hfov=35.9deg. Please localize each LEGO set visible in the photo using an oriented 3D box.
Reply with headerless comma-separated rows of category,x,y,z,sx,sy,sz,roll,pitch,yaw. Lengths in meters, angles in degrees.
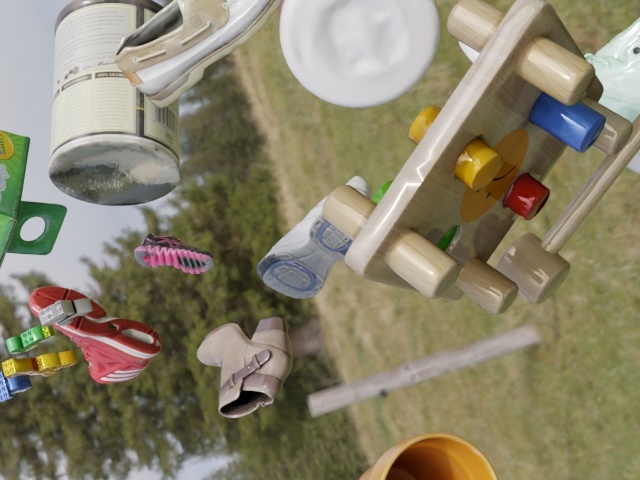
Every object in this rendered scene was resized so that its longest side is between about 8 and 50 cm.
LEGO set,-0.417,0.160,1.351,0.093,0.227,0.087,10,-125,-63

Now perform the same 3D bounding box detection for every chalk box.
chalk box,-0.467,-0.036,1.222,0.180,0.289,0.179,-60,25,33

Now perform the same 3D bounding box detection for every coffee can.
coffee can,-0.323,-0.221,1.563,0.201,0.201,0.275,79,-174,-64

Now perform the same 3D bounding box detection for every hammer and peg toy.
hammer and peg toy,0.170,-0.063,0.906,0.127,0.266,0.361,38,-170,26

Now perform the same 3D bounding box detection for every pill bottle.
pill bottle,0.039,-0.293,1.191,0.318,0.176,0.176,-93,-13,-62

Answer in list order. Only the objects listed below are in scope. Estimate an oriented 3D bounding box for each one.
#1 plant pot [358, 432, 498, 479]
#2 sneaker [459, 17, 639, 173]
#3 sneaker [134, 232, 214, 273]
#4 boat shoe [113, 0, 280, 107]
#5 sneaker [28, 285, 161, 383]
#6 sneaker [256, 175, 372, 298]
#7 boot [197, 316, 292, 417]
plant pot,0.143,0.403,1.507,0.188,0.205,0.205,-34,75,65
sneaker,0.284,-0.197,1.054,0.256,0.151,0.094,33,-161,11
sneaker,-0.213,0.013,1.464,0.057,0.119,0.047,-74,-8,-48
boat shoe,-0.162,-0.319,1.390,0.103,0.302,0.113,40,-165,-33
sneaker,-0.381,0.168,1.596,0.128,0.221,0.087,-55,13,32
sneaker,0.000,0.000,1.697,0.111,0.297,0.129,40,-136,-14
boot,-0.073,0.114,0.854,0.042,0.118,0.087,41,-139,-28
